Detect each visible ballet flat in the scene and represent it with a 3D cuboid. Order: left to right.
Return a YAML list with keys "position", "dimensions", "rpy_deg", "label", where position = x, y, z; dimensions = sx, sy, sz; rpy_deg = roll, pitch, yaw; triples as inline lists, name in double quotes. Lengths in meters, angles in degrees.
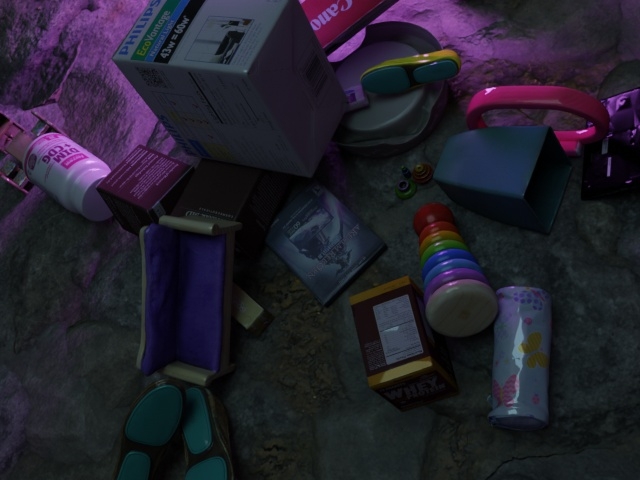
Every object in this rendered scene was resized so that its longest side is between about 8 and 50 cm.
- position: [-0.373, 0.424, 1.796]
  dimensions: [0.124, 0.116, 0.342]
  rpy_deg: [-105, 32, -71]
  label: "ballet flat"
- position: [-0.227, 0.470, 1.745]
  dimensions: [0.123, 0.123, 0.348]
  rpy_deg: [-26, 50, 12]
  label: "ballet flat"
- position: [0.205, -0.385, 1.873]
  dimensions: [0.231, 0.077, 0.077]
  rpy_deg: [-7, 42, 20]
  label: "ballet flat"

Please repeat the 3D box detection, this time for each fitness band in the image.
- position: [0.445, -0.245, 1.717]
  dimensions: [0.291, 0.209, 0.054]
  rpy_deg: [5, 70, 32]
  label: "fitness band"

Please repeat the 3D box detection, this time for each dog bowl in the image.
- position: [0.144, -0.351, 1.982]
  dimensions: [0.349, 0.102, 0.348]
  rpy_deg: [-11, 61, 21]
  label: "dog bowl"

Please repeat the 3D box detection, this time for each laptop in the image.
- position: [0.687, -0.190, 1.694]
  dimensions: [0.264, 0.136, 0.234]
  rpy_deg: [-15, 56, 48]
  label: "laptop"

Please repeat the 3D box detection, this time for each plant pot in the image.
- position: [0.370, -0.136, 1.738]
  dimensions: [0.234, 0.165, 0.165]
  rpy_deg: [11, 71, 38]
  label: "plant pot"

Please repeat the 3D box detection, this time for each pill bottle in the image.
- position: [-0.666, -0.170, 2.249]
  dimensions: [0.283, 0.160, 0.160]
  rpy_deg: [31, 82, 33]
  label: "pill bottle"

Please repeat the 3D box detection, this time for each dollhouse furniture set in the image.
- position: [-0.903, -0.296, 2.424]
  dimensions: [0.242, 0.161, 0.212]
  rpy_deg: [32, 82, 34]
  label: "dollhouse furniture set"

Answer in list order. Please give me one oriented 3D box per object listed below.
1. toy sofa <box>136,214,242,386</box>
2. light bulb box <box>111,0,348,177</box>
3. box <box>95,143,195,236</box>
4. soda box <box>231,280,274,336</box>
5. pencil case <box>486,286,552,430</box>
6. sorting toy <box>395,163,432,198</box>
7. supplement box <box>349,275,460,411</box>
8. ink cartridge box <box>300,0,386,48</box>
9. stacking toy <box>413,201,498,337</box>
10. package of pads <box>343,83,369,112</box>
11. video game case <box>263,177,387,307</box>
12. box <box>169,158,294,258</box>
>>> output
- position: [-0.285, 0.129, 1.818]
  dimensions: [0.150, 0.177, 0.362]
  rpy_deg: [10, 102, 29]
  label: "toy sofa"
- position: [-0.186, -0.346, 1.813]
  dimensions: [0.361, 0.358, 0.225]
  rpy_deg: [13, 65, 29]
  label: "light bulb box"
- position: [-0.409, -0.105, 2.068]
  dimensions: [0.203, 0.168, 0.167]
  rpy_deg: [23, 61, 32]
  label: "box"
- position: [-0.193, 0.143, 1.929]
  dimensions: [0.181, 0.058, 0.061]
  rpy_deg: [38, 86, 35]
  label: "soda box"
- position: [0.380, 0.224, 1.581]
  dimensions: [0.113, 0.124, 0.273]
  rpy_deg: [13, 68, -11]
  label: "pencil case"
- position: [0.205, -0.144, 1.886]
  dimensions: [0.102, 0.042, 0.061]
  rpy_deg: [-40, 56, 3]
  label: "sorting toy"
- position: [0.167, 0.208, 1.641]
  dimensions: [0.129, 0.191, 0.194]
  rpy_deg: [-21, 58, 16]
  label: "supplement box"
- position: [0.031, -0.540, 1.981]
  dimensions: [0.309, 0.272, 0.130]
  rpy_deg: [-33, 97, 24]
  label: "ink cartridge box"
- position: [0.257, 0.035, 1.689]
  dimensions: [0.141, 0.141, 0.330]
  rpy_deg: [-24, 39, 14]
  label: "stacking toy"
- position: [0.069, -0.327, 1.925]
  dimensions: [0.083, 0.032, 0.050]
  rpy_deg: [-16, 59, 18]
  label: "package of pads"
- position: [0.000, 0.000, 1.926]
  dimensions: [0.196, 0.026, 0.274]
  rpy_deg: [-45, 55, 0]
  label: "video game case"
- position: [-0.183, -0.162, 2.009]
  dimensions: [0.191, 0.143, 0.381]
  rpy_deg: [13, 69, 30]
  label: "box"
